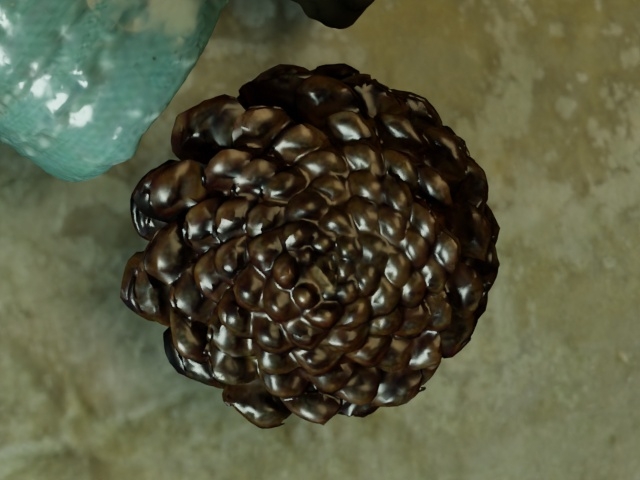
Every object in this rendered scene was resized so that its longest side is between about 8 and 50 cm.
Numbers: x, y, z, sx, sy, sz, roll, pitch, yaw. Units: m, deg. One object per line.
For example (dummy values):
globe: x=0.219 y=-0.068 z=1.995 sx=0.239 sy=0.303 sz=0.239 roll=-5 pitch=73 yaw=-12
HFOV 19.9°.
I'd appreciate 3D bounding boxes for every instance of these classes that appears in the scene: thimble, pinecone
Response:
thimble: x=-0.144 y=-0.154 z=1.042 sx=0.143 sy=0.198 sz=0.235 roll=32 pitch=30 yaw=-20
pinecone: x=0.000 y=0.000 z=1.087 sx=0.221 sy=0.221 sz=0.221 roll=8 pitch=73 yaw=-30

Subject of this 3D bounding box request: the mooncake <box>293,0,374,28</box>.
mooncake: x=0.017 y=-0.254 z=1.150 sx=0.124 sy=0.228 sz=0.228 roll=26 pitch=65 yaw=-14
